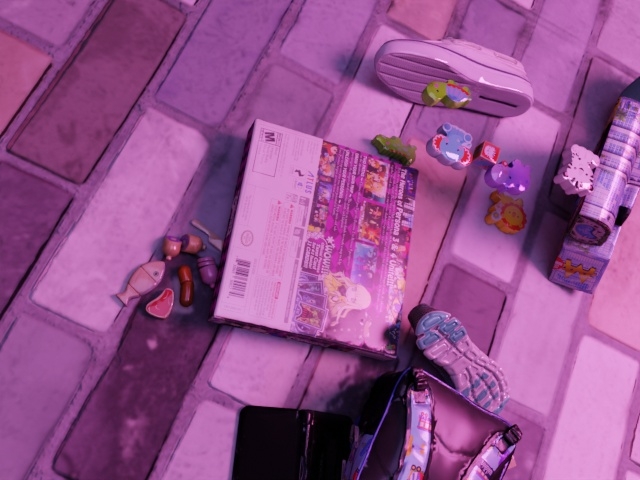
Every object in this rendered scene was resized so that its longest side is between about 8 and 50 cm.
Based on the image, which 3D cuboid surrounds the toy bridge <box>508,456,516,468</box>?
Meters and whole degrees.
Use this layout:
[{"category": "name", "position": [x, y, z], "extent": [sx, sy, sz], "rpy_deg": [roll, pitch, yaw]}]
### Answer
[{"category": "toy bridge", "position": [0.209, 0.328, 0.742], "extent": [0.063, 0.026, 0.188], "rpy_deg": [-15, 78, -18]}]

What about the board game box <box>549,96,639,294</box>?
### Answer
[{"category": "board game box", "position": [0.340, -0.041, 0.819], "extent": [0.060, 0.194, 0.194], "rpy_deg": [19, 82, 16]}]

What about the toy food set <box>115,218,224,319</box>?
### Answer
[{"category": "toy food set", "position": [-0.151, 0.035, 0.728], "extent": [0.078, 0.019, 0.122], "rpy_deg": [38, 68, -3]}]

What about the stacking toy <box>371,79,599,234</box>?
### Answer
[{"category": "stacking toy", "position": [0.180, -0.088, 0.780], "extent": [0.221, 0.167, 0.052], "rpy_deg": [26, 69, -8]}]

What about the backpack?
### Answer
[{"category": "backpack", "position": [0.097, 0.235, 0.684], "extent": [0.158, 0.117, 0.173], "rpy_deg": [32, 68, -11]}]

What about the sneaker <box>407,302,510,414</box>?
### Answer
[{"category": "sneaker", "position": [0.153, 0.132, 0.765], "extent": [0.065, 0.076, 0.166], "rpy_deg": [-35, 110, -2]}]

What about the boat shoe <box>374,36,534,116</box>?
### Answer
[{"category": "boat shoe", "position": [0.169, -0.219, 0.872], "extent": [0.226, 0.083, 0.076], "rpy_deg": [14, 59, -24]}]

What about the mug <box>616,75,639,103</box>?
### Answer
[{"category": "mug", "position": [0.452, -0.166, 0.905], "extent": [0.157, 0.097, 0.130], "rpy_deg": [2, 62, -30]}]

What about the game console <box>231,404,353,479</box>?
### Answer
[{"category": "game console", "position": [-0.028, 0.239, 0.708], "extent": [0.107, 0.071, 0.122], "rpy_deg": [21, 67, -41]}]

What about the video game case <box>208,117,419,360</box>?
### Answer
[{"category": "video game case", "position": [0.000, 0.000, 0.763], "extent": [0.210, 0.042, 0.232], "rpy_deg": [14, 71, -17]}]
